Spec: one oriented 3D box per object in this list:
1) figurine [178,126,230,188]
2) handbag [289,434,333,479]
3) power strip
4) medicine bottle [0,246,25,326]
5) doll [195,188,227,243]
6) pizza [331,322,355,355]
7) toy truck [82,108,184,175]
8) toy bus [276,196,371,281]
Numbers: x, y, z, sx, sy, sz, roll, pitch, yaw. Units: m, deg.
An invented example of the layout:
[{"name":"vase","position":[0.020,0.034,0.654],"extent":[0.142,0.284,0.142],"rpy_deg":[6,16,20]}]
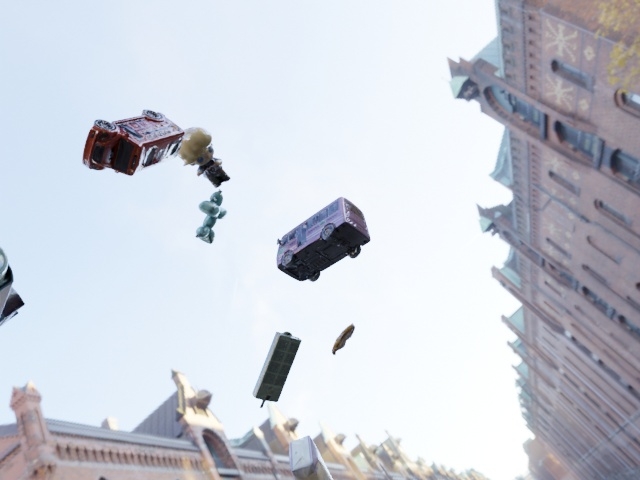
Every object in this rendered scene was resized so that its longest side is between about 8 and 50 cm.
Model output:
[{"name":"figurine","position":[-0.344,-0.240,1.420],"extent":[0.114,0.108,0.196],"rpy_deg":[-30,-59,-2]},{"name":"handbag","position":[-0.022,0.587,1.182],"extent":[0.095,0.117,0.173],"rpy_deg":[-22,-76,2]},{"name":"power strip","position":[-0.075,0.221,0.817],"extent":[0.051,0.019,0.136],"rpy_deg":[24,-94,-33]},{"name":"medicine bottle","position":[-0.509,0.076,0.723],"extent":[0.258,0.079,0.124],"rpy_deg":[-39,6,44]},{"name":"doll","position":[-0.324,-0.074,1.430],"extent":[0.158,0.059,0.159],"rpy_deg":[84,-148,-84]},{"name":"pizza","position":[0.050,0.216,1.057],"extent":[0.083,0.016,0.037],"rpy_deg":[-54,-41,-9]},{"name":"toy truck","position":[-0.440,-0.229,1.149],"extent":[0.107,0.114,0.252],"rpy_deg":[-59,-4,29]},{"name":"toy bus","position":[0.000,0.000,1.010],"extent":[0.199,0.108,0.096],"rpy_deg":[-33,-47,28]}]
